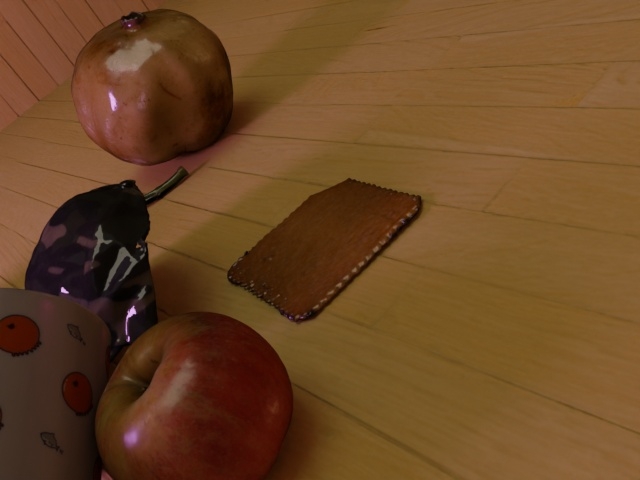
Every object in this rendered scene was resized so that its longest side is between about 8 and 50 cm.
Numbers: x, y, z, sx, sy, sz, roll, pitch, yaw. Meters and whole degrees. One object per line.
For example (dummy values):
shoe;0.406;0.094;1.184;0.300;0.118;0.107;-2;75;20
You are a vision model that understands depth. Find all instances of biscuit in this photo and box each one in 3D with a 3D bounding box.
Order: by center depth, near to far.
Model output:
biscuit;0.000;0.000;1.001;0.237;0.013;0.232;-43;31;-16

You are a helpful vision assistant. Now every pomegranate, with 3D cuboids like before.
pomegranate;-0.341;-0.316;1.495;0.332;0.333;0.333;-24;31;16

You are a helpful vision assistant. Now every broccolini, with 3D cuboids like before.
broccolini;-0.362;-0.073;1.428;0.239;0.054;0.051;-32;16;-2

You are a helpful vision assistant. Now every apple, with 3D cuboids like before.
apple;-0.123;0.170;0.731;0.209;0.164;0.209;-34;31;23

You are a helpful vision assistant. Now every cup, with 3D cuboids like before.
cup;-0.319;0.235;0.717;0.212;0.212;0.317;-23;54;19

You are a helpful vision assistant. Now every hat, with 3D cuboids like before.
hat;-0.384;0.098;1.010;0.381;0.257;0.366;-26;13;-20
